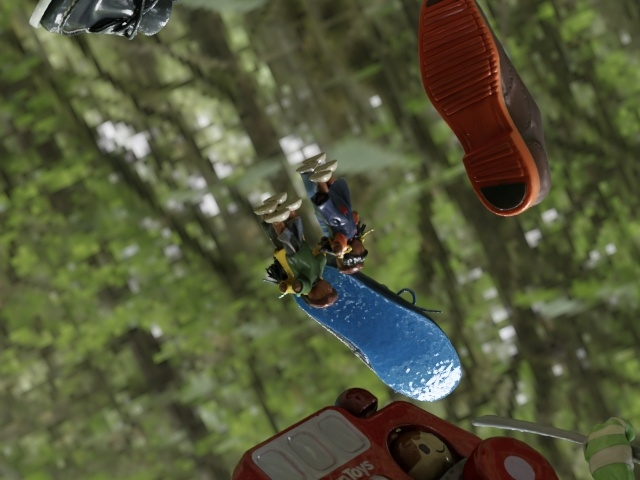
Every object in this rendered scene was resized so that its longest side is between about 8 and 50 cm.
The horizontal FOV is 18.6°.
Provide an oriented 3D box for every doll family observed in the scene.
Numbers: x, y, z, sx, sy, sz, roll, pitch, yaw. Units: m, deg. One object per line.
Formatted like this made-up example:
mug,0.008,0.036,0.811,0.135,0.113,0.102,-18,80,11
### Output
doll family,0.000,0.000,1.685,0.076,0.111,0.193,-16,-162,36

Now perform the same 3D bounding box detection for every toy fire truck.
toy fire truck,0.081,0.259,2.017,0.302,0.254,0.169,-26,154,-51

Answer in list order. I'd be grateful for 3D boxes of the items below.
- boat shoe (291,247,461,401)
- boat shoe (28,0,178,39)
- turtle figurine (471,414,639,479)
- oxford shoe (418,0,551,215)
boat shoe,0.063,0.079,2.180,0.109,0.258,0.089,-41,-150,6
boat shoe,-0.211,-0.285,2.210,0.127,0.113,0.340,-51,178,23
turtle figurine,0.254,0.233,1.521,0.266,0.198,0.274,0,175,-12
oxford shoe,0.187,-0.163,2.202,0.097,0.271,0.098,-17,-178,34
